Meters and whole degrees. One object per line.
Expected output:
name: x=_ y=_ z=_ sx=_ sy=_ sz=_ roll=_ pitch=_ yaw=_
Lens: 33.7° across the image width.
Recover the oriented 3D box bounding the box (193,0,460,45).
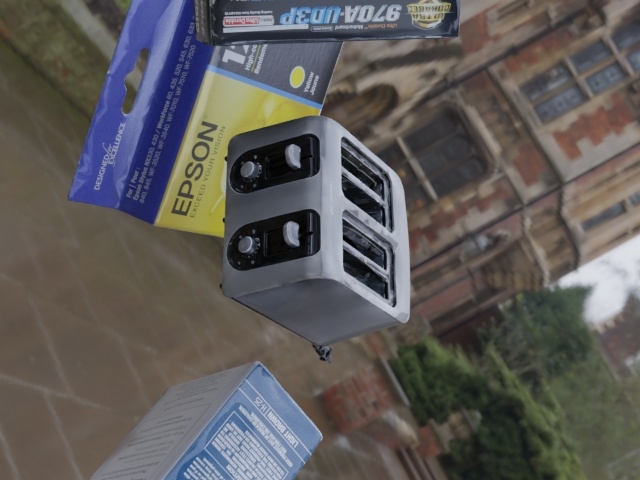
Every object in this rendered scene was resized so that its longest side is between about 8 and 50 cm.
box: x=0.009 y=-0.249 z=0.847 sx=0.051 sy=0.220 sz=0.175 roll=-138 pitch=-135 yaw=-64

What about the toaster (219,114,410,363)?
toaster: x=0.000 y=0.000 z=0.975 sx=0.185 sy=0.110 sz=0.168 roll=35 pitch=48 yaw=-49

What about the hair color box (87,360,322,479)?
hair color box: x=-0.163 y=0.269 z=0.924 sx=0.105 sy=0.347 sz=0.174 roll=51 pitch=-38 yaw=-13

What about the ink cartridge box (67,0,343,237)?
ink cartridge box: x=-0.119 y=-0.157 z=1.258 sx=0.072 sy=0.304 sz=0.307 roll=25 pitch=9 yaw=35
